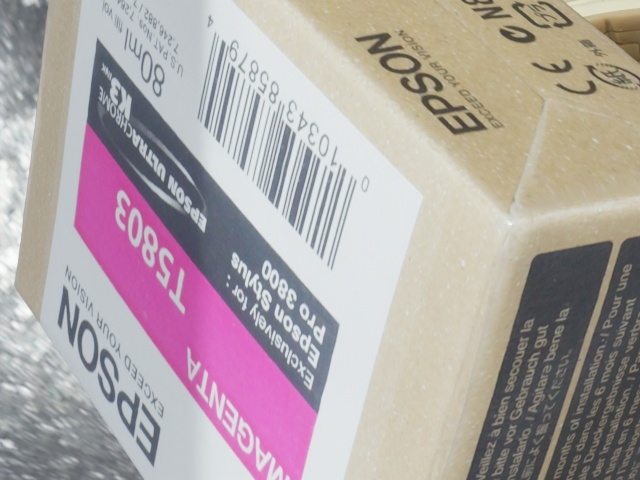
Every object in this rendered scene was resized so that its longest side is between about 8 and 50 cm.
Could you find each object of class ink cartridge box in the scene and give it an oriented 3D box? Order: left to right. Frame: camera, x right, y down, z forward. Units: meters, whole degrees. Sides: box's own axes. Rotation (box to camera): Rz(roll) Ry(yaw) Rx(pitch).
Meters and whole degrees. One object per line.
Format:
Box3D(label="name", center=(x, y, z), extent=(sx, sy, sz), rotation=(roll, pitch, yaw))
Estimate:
Box3D(label="ink cartridge box", center=(0.000, 0.000, 0.566), extent=(0.088, 0.193, 0.235), rotation=(-11, 40, -32))

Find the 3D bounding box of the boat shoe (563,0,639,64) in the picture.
Box3D(label="boat shoe", center=(0.096, -0.091, 1.046), extent=(0.341, 0.122, 0.110), rotation=(-11, 41, 11))
